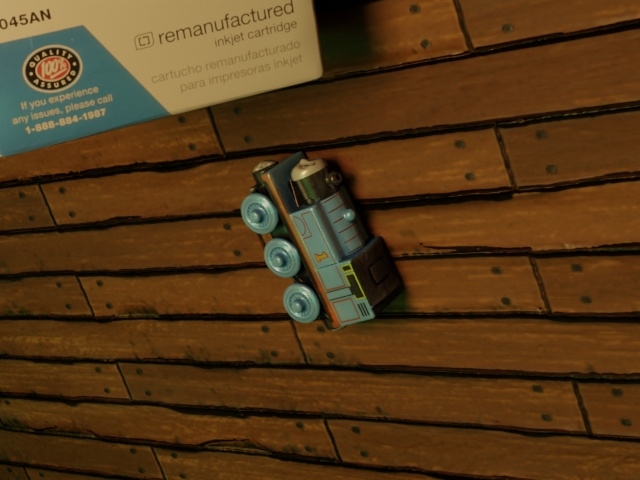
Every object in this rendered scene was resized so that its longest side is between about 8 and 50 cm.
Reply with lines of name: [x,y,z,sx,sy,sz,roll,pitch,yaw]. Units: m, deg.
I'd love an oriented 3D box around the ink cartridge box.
ink cartridge box: [-0.177,-0.300,0.976,0.166,0.285,0.395,-128,26,-60]

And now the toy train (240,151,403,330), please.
toy train: [0.000,0.000,1.196,0.105,0.080,0.184,-17,102,36]
